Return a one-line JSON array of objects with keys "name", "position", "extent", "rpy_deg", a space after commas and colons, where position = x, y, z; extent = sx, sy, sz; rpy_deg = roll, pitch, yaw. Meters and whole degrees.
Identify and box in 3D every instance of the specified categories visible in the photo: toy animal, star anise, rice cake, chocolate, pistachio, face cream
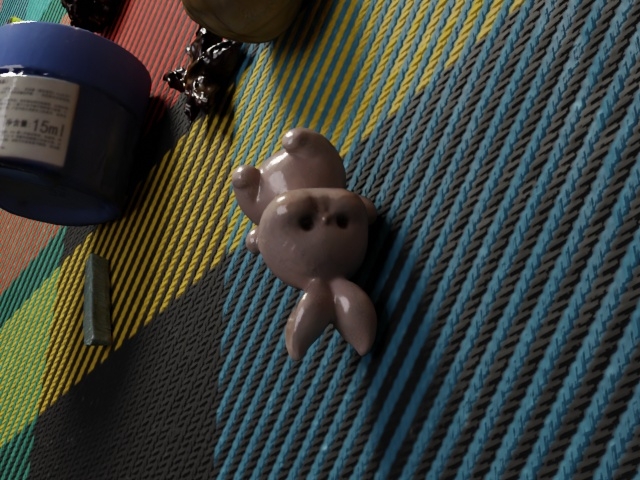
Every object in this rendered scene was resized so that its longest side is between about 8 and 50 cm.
[{"name": "toy animal", "position": [-0.001, -0.001, 0.964], "extent": [0.124, 0.124, 0.212], "rpy_deg": [-53, 39, 27]}, {"name": "star anise", "position": [-0.150, -0.234, 1.427], "extent": [0.157, 0.053, 0.212], "rpy_deg": [-59, 28, 20]}, {"name": "rice cake", "position": [-0.307, 0.083, 1.509], "extent": [0.029, 0.033, 0.171], "rpy_deg": [-47, 34, 27]}, {"name": "chocolate", "position": [-0.413, -0.434, 1.961], "extent": [0.156, 0.156, 0.133], "rpy_deg": [-10, 91, 58]}, {"name": "pistachio", "position": [-0.091, -0.339, 1.287], "extent": [0.181, 0.162, 0.293], "rpy_deg": [-30, 40, 25]}, {"name": "face cream", "position": [-0.384, -0.157, 1.575], "extent": [0.249, 0.249, 0.225], "rpy_deg": [-18, 56, 55]}]

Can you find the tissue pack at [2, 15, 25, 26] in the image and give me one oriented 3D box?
[{"name": "tissue pack", "position": [-0.715, -0.362, 2.456], "extent": [0.173, 0.073, 0.235], "rpy_deg": [-33, 44, 47]}]
